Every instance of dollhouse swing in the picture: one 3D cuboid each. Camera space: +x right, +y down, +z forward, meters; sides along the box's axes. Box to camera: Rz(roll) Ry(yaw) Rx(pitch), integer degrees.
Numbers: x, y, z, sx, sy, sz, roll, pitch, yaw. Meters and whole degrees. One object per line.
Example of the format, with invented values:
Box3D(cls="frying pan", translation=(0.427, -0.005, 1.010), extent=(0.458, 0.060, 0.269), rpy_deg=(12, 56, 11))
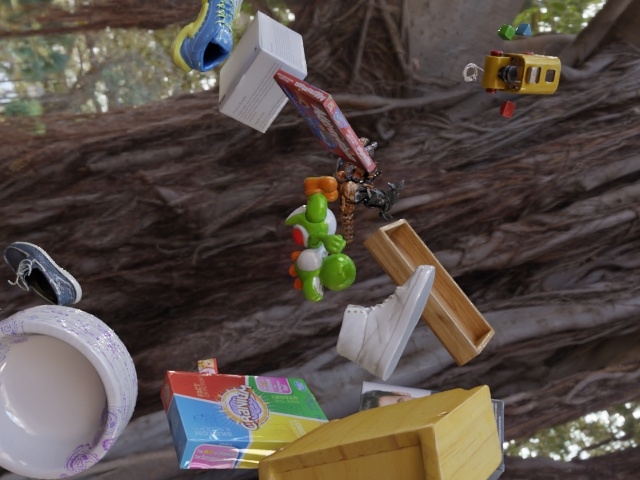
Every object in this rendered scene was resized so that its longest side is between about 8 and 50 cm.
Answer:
Box3D(cls="dollhouse swing", translation=(0.120, 0.444, 1.057), extent=(0.346, 0.315, 0.305), rpy_deg=(-24, -99, 33))

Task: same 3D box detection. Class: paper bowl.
Box3D(cls="paper bowl", translation=(-0.457, 0.250, 1.144), extent=(0.148, 0.284, 0.285), rpy_deg=(-64, 146, -78))

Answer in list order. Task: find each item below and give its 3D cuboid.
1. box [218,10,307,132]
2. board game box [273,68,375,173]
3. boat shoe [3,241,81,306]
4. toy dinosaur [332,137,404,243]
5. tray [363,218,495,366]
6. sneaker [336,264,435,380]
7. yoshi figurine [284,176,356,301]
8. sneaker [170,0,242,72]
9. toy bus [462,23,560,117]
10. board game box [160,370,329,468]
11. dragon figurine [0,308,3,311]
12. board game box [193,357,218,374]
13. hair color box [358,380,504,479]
Box3D(cls="box", translation=(-0.132, -0.373, 1.468), extent=(0.181, 0.119, 0.182), rpy_deg=(-47, -147, 32))
Box3D(cls="board game box", translation=(0.014, -0.244, 1.389), extent=(0.145, 0.027, 0.281), rpy_deg=(33, -7, 32))
Box3D(cls="boat shoe", translation=(-0.719, 0.089, 1.668), extent=(0.254, 0.079, 0.095), rpy_deg=(36, -65, 15))
Box3D(cls="toy dinosaur", translation=(0.134, -0.157, 2.108), extent=(0.164, 0.218, 0.322), rpy_deg=(-92, -162, -74))
Box3D(cls="tray", translation=(0.299, 0.133, 1.811), extent=(0.076, 0.202, 0.411), rpy_deg=(-43, -101, 26))
Box3D(cls="sneaker", translation=(0.145, 0.163, 1.567), extent=(0.169, 0.293, 0.108), rpy_deg=(24, -14, 25))
Box3D(cls="yoshi figurine", translation=(0.028, 0.002, 1.970), extent=(0.203, 0.203, 0.363), rpy_deg=(-13, -110, 51))
Box3D(cls="sneaker", translation=(-0.199, -0.435, 1.341), extent=(0.126, 0.091, 0.240), rpy_deg=(33, -88, 37))
Box3D(cls="toy bus", translation=(0.470, -0.395, 1.563), extent=(0.191, 0.202, 0.104), rpy_deg=(45, -6, -32))
Box3D(cls="board game box", translation=(-0.146, 0.363, 1.344), extent=(0.242, 0.316, 0.064), rpy_deg=(44, -59, 59))
Box3D(cls="dragon figurine", translation=(-0.629, 0.173, 1.161), extent=(0.144, 0.085, 0.289), rpy_deg=(-100, -164, -75))
Box3D(cls="board game box", translation=(-0.255, 0.378, 1.518), extent=(0.147, 0.045, 0.194), rpy_deg=(131, -49, -69))
Box3D(cls="hair color box", translation=(0.282, 0.500, 1.735), extent=(0.114, 0.374, 0.185), rpy_deg=(90, 8, -56))
